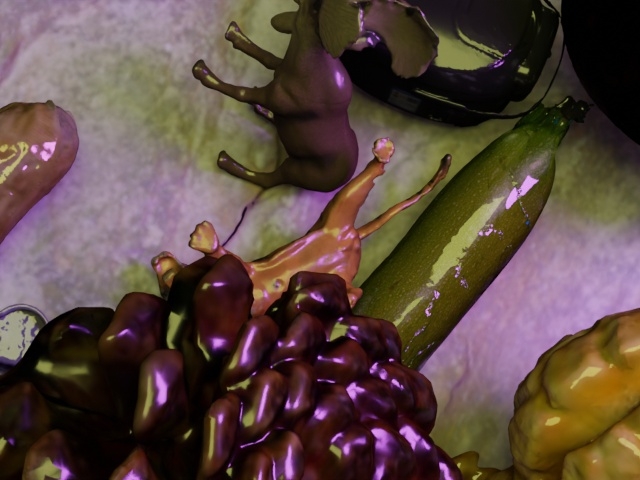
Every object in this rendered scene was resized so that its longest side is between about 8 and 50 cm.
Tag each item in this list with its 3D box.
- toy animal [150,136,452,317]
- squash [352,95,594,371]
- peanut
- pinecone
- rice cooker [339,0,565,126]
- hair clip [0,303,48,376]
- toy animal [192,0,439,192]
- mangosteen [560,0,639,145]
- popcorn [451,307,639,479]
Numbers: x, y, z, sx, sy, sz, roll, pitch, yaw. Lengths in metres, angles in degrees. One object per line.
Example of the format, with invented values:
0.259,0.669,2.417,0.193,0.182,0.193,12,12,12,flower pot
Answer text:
0.003,0.008,1.214,0.255,0.116,0.114,-25,84,-15,toy animal
0.106,0.009,1.233,0.087,0.087,0.331,39,78,4,squash
-0.274,-0.027,1.199,0.099,0.099,0.214,32,80,2,peanut
-0.077,0.217,1.020,0.397,0.398,0.398,2,76,-6,pinecone
0.097,-0.172,1.258,0.203,0.118,0.142,25,67,2,rice cooker
-0.241,0.108,1.188,0.195,0.052,0.124,10,81,-9,hair clip
-0.001,-0.126,1.193,0.186,0.214,0.094,15,49,30,toy animal
0.351,-0.181,1.208,0.313,0.297,0.297,22,71,-38,mangosteen
0.237,0.172,1.125,0.332,0.265,0.225,-13,47,9,popcorn
